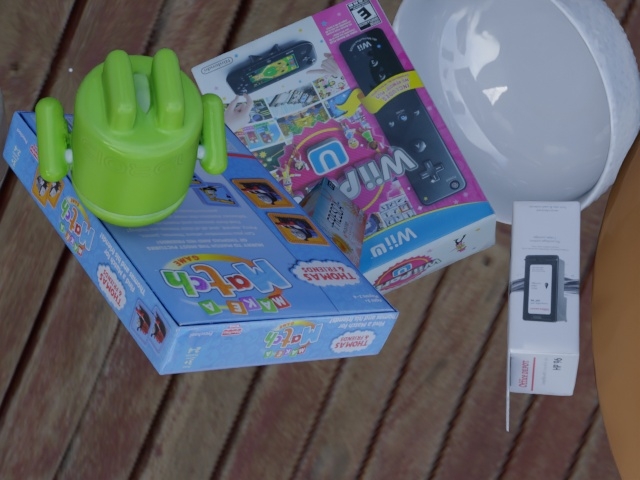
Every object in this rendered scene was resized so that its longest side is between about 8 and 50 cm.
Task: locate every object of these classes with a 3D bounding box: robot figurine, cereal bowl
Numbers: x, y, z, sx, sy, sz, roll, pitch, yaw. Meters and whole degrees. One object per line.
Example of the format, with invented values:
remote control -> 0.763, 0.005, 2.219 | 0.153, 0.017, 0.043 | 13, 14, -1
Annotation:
robot figurine -> -0.098, -0.051, 0.714 | 0.101, 0.115, 0.067 | -5, 60, -16
cereal bowl -> 0.250, -0.195, 1.641 | 0.141, 0.339, 0.339 | -31, 103, -37

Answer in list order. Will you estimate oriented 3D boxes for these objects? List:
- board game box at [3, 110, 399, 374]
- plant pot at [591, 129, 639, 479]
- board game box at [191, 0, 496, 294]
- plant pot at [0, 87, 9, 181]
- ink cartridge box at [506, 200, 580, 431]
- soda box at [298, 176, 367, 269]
board game box -> -0.075, -0.005, 0.813 | 0.160, 0.211, 0.039 | -1, 126, -41
plant pot -> 0.199, 0.013, 0.304 | 0.291, 0.203, 0.291 | 7, 73, -25
board game box -> 0.024, -0.091, 1.455 | 0.224, 0.097, 0.303 | -25, 69, -4
plant pot -> -0.477, -0.016, 1.434 | 0.323, 0.323, 0.280 | -9, 132, -9
ink cartridge box -> 0.089, 0.031, 0.542 | 0.028, 0.048, 0.083 | 2, 65, 9
soda box -> 0.000, 0.000, 1.272 | 0.063, 0.183, 0.058 | 43, 105, -8
